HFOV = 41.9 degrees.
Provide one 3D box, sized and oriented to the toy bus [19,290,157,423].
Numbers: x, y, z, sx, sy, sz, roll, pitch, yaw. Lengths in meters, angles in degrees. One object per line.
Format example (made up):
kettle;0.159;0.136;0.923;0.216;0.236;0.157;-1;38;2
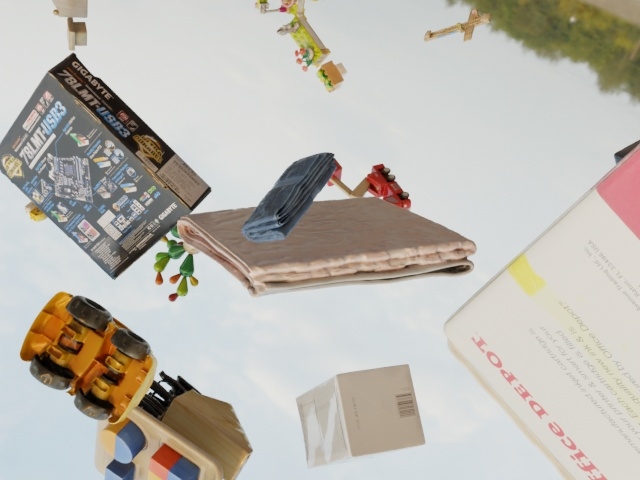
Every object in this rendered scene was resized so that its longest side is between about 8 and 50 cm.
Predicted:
toy bus;-0.364;0.203;1.434;0.220;0.149;0.211;32;178;16

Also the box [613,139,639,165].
box;0.633;-0.044;1.192;0.343;0.313;0.179;-28;-152;-14

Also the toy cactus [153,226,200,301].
toy cactus;-0.330;0.028;2.041;0.112;0.180;0.219;19;-124;-48

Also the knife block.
knife block;-0.301;0.405;1.866;0.242;0.088;0.276;23;-167;-30

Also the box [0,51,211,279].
box;-0.363;-0.106;1.345;0.293;0.295;0.073;46;-134;-9

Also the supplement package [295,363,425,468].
supplement package;0.061;0.309;1.447;0.133;0.244;0.139;-5;-107;-20

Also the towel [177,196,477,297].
towel;0.000;0.000;1.168;0.331;0.053;0.317;-5;-163;-24

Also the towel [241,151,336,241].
towel;-0.034;-0.048;0.884;0.029;0.067;0.119;53;-129;-25

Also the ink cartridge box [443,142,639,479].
ink cartridge box;0.313;0.073;0.726;0.160;0.385;0.279;-35;-101;-29

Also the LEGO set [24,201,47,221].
LEGO set;-0.575;-0.052;1.827;0.227;0.087;0.093;25;-129;20

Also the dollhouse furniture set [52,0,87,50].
dollhouse furniture set;-0.530;-0.585;1.529;0.173;0.355;0.303;-4;-128;-20

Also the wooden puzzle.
wooden puzzle;-0.371;0.496;1.784;0.348;0.322;0.080;33;-135;18

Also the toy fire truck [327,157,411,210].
toy fire truck;0.103;-0.118;1.871;0.135;0.047;0.192;-16;-130;-21

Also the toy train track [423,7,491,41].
toy train track;0.150;-0.240;0.932;0.014;0.083;0.048;42;-127;-38

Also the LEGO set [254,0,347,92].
LEGO set;-0.045;-0.408;1.531;0.132;0.287;0.107;5;-161;40
